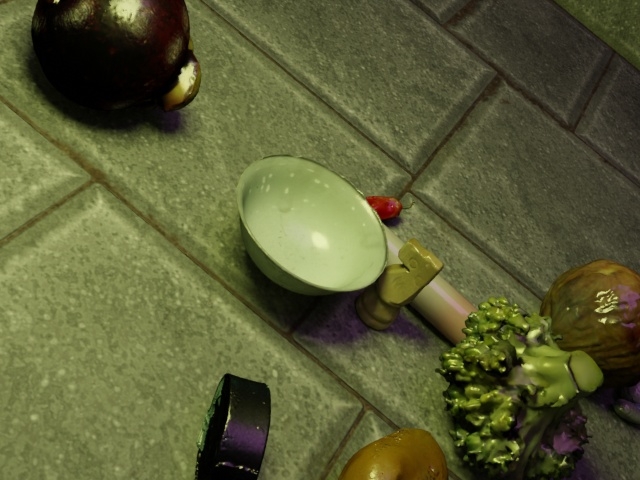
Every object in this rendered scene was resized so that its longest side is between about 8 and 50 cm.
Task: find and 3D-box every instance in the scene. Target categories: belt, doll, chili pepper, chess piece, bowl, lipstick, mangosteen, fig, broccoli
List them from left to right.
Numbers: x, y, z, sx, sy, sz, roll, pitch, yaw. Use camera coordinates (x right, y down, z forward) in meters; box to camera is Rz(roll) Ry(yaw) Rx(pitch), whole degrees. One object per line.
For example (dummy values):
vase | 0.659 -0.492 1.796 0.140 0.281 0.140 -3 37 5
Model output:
mangosteen | -0.372 -0.381 1.581 0.347 0.307 0.306 39 28 -51
belt | -0.129 0.288 1.234 0.078 0.151 0.198 19 35 -15
bowl | -0.040 0.002 1.558 0.314 0.146 0.313 18 45 -20
chili pepper | 0.121 -0.067 1.810 0.191 0.050 0.059 -4 58 -23
chess piece | 0.152 0.082 1.581 0.090 0.200 0.090 20 43 -20
lipstick | 0.201 0.089 1.696 0.327 0.087 0.087 43 41 5
broccoli | 0.370 0.273 1.543 0.334 0.272 0.324 5 35 -36
fig | 0.528 0.192 1.778 0.369 0.286 0.286 -10 54 -5
doll | 0.724 0.339 1.857 0.103 0.071 0.214 47 45 12

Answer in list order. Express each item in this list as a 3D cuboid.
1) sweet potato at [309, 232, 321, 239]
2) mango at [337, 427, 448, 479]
sweet potato | -0.003 0.000 1.671 0.153 0.038 0.041 36 16 9
mango | 0.114 0.383 1.324 0.151 0.155 0.249 17 28 33
